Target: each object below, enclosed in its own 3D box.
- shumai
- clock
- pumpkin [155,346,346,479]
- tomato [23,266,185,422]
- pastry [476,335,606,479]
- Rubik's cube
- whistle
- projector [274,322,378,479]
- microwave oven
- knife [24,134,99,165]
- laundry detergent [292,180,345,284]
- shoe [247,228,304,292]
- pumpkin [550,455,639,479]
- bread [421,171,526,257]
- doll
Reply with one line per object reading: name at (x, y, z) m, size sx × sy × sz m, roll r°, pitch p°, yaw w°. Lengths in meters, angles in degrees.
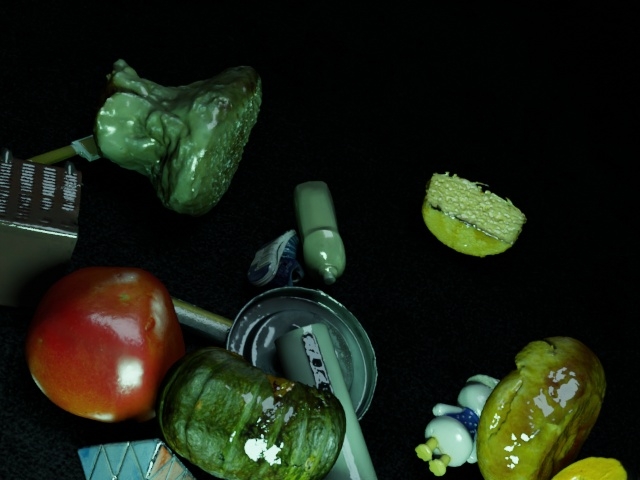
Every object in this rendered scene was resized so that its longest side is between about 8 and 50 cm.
shumai at (-0.322, -0.252, 2.120) m, size 0.324 × 0.324 × 0.397 m, roll 21°, pitch 37°, yaw 4°
clock at (-0.042, 0.239, 1.878) m, size 0.313 × 0.061 × 0.312 m, roll 11°, pitch 61°, yaw -20°
pumpkin at (-0.118, 0.296, 1.600) m, size 0.321 × 0.320 × 0.192 m, roll 25°, pitch 80°, yaw -6°
tomato at (-0.365, 0.172, 1.696) m, size 0.299 × 0.226 × 0.298 m, roll 16°, pitch 45°, yaw -16°
pastry at (0.431, 0.349, 1.909) m, size 0.164 × 0.355 × 0.356 m, roll 28°, pitch 35°, yaw 28°
Rubik's cube at (-0.344, 0.403, 1.596) m, size 0.178 × 0.211 × 0.190 m, roll 19°, pitch 60°, yaw 23°
whistle at (-0.190, 0.179, 1.919) m, size 0.327 × 0.057 × 0.068 m, roll 24°, pitch 13°, yaw -10°
projector at (0.013, 0.320, 1.758) m, size 0.108 × 0.108 × 0.337 m, roll -6°, pitch 68°, yaw -35°
microwave oven at (-0.549, -0.014, 1.771) m, size 0.188 × 0.247 × 0.178 m, roll 12°, pitch 45°, yaw -19°
knife at (-0.519, -0.196, 2.150) m, size 0.061 × 0.027 × 0.343 m, roll 43°, pitch 39°, yaw 12°
laundry detergent at (0.000, 0.000, 2.144) m, size 0.091 × 0.181 × 0.253 m, roll -9°, pitch 46°, yaw -4°
shoe at (-0.086, 0.054, 2.110) m, size 0.106 × 0.092 × 0.207 m, roll 48°, pitch 30°, yaw -19°
pumpkin at (0.479, 0.565, 1.741) m, size 0.325 × 0.242 × 0.232 m, roll -38°, pitch 100°, yaw -7°
bread at (0.367, -0.050, 2.441) m, size 0.261 × 0.147 × 0.160 m, roll 24°, pitch 48°, yaw -1°
doll at (0.297, 0.367, 1.979) m, size 0.138 × 0.119 × 0.293 m, roll 52°, pitch 48°, yaw 4°
